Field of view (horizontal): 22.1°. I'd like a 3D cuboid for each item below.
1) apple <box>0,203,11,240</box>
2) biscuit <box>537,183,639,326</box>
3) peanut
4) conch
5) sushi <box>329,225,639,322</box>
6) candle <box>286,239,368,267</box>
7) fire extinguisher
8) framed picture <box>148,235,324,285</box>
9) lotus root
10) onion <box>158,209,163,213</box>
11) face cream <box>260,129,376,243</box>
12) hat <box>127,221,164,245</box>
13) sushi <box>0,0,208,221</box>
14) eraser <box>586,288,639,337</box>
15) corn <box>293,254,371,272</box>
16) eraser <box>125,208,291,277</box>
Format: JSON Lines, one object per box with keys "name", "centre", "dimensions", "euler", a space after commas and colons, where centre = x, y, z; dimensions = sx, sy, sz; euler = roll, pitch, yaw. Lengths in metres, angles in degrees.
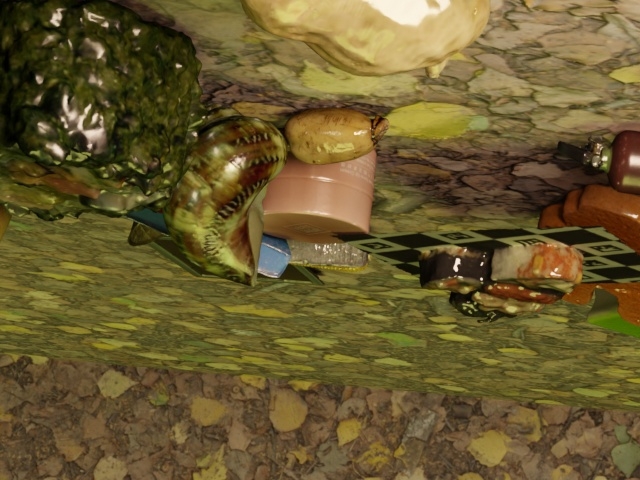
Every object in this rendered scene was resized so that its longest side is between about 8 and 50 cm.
{"name": "apple", "centre": [-0.525, -0.016, 1.936], "dimensions": [0.305, 0.338, 0.338], "euler": [19, 162, -35]}
{"name": "biscuit", "centre": [0.381, 0.016, 2.135], "dimensions": [0.202, 0.047, 0.334], "euler": [18, 159, 16]}
{"name": "peanut", "centre": [0.031, -0.201, 1.336], "dimensions": [0.224, 0.129, 0.129], "euler": [15, 164, -23]}
{"name": "conch", "centre": [-0.107, -0.058, 1.841], "dimensions": [0.124, 0.181, 0.187], "euler": [15, 158, 11]}
{"name": "sushi", "centre": [0.230, 0.056, 2.018], "dimensions": [0.339, 0.069, 0.320], "euler": [-2, 166, 26]}
{"name": "candle", "centre": [0.000, 0.000, 2.209], "dimensions": [0.192, 0.068, 0.168], "euler": [-2, -173, -44]}
{"name": "fire extinguisher", "centre": [0.378, -0.083, 1.804], "dimensions": [0.231, 0.071, 0.099], "euler": [7, -166, 1]}
{"name": "framed picture", "centre": [-0.137, 0.025, 2.599], "dimensions": [0.232, 0.019, 0.296], "euler": [3, 167, 15]}
{"name": "lotus root", "centre": [0.006, -0.117, 1.841], "dimensions": [0.152, 0.063, 0.072], "euler": [-4, 173, 34]}
{"name": "onion", "centre": [-0.167, -0.090, 1.925], "dimensions": [0.118, 0.117, 0.118], "euler": [-16, 179, 0]}
{"name": "face cream", "centre": [-0.010, -0.064, 1.975], "dimensions": [0.149, 0.104, 0.149], "euler": [6, 167, 1]}
{"name": "hat", "centre": [-0.214, -0.062, 2.197], "dimensions": [0.146, 0.067, 0.146], "euler": [-34, 167, -9]}
{"name": "sushi", "centre": [-0.285, -0.124, 1.704], "dimensions": [0.352, 0.178, 0.294], "euler": [-4, 164, 43]}
{"name": "eraser", "centre": [0.535, 0.086, 2.364], "dimensions": [0.210, 0.092, 0.274], "euler": [15, 164, -17]}
{"name": "corn", "centre": [-0.026, 0.004, 2.349], "dimensions": [0.203, 0.072, 0.072], "euler": [8, 167, 0]}
{"name": "eraser", "centre": [-0.188, -0.042, 2.037], "dimensions": [0.312, 0.043, 0.144], "euler": [23, -169, -14]}
